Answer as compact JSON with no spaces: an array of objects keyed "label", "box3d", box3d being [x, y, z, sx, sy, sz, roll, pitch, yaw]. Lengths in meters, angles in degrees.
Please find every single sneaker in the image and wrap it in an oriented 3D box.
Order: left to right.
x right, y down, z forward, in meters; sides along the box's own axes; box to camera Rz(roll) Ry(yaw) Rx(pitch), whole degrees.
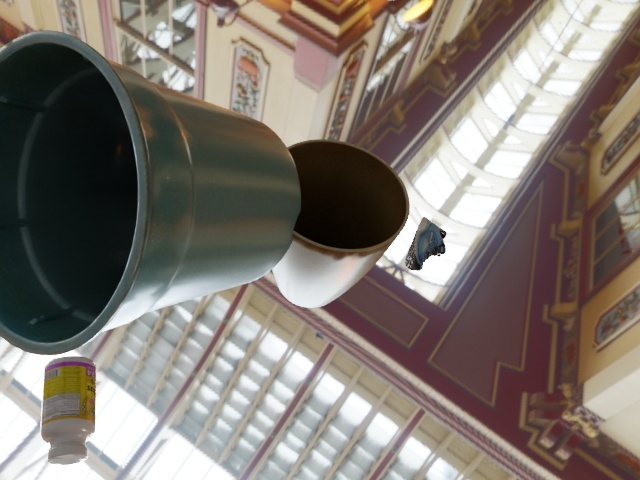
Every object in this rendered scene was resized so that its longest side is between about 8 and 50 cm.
[{"label":"sneaker","box3d":[0.222,0.009,1.313,0.073,0.063,0.162,22,-140,9]}]

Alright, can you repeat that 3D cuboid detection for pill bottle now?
[{"label":"pill bottle","box3d":[-0.211,0.143,0.543,0.043,0.043,0.083,-2,-123,-15]}]

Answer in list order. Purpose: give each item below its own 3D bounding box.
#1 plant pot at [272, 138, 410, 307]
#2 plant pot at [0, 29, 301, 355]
[{"label":"plant pot","box3d":[0.000,0.000,1.109,0.237,0.254,0.237,8,-130,-10]},{"label":"plant pot","box3d":[-0.217,-0.056,0.821,0.341,0.341,0.334,50,-154,20]}]
